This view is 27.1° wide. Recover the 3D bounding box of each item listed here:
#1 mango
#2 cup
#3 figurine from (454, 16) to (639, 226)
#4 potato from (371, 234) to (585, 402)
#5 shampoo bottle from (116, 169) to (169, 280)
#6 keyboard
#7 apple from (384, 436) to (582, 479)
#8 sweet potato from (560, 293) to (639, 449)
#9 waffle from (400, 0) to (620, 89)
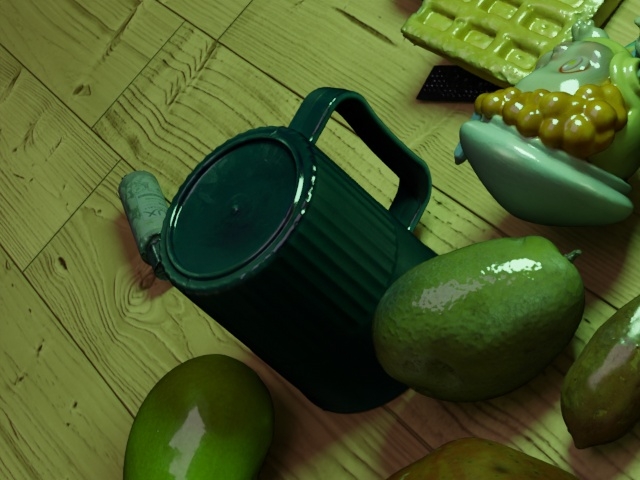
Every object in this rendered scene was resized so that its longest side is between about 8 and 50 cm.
[{"bbox_3d":[-0.157,0.267,1.612,0.185,0.149,0.273,3,66,40],"label":"mango"},{"bbox_3d":[0.004,0.012,1.559,0.308,0.292,0.242,-42,41,9],"label":"cup"},{"bbox_3d":[0.344,-0.156,1.491,0.381,0.205,0.224,-36,20,-8],"label":"figurine"},{"bbox_3d":[0.179,0.082,1.439,0.251,0.174,0.159,-32,59,17],"label":"potato"},{"bbox_3d":[-0.249,-0.021,1.979,0.072,0.072,0.214,-39,41,10],"label":"shampoo bottle"},{"bbox_3d":[0.215,-0.208,1.764,0.198,0.010,0.064,7,62,44],"label":"keyboard"},{"bbox_3d":[0.161,0.377,1.272,0.328,0.295,0.365,-9,43,-13],"label":"apple"},{"bbox_3d":[0.348,0.093,1.349,0.292,0.097,0.097,-45,41,3],"label":"sweet potato"},{"bbox_3d":[0.261,-0.311,1.720,0.221,0.055,0.248,32,76,32],"label":"waffle"}]
